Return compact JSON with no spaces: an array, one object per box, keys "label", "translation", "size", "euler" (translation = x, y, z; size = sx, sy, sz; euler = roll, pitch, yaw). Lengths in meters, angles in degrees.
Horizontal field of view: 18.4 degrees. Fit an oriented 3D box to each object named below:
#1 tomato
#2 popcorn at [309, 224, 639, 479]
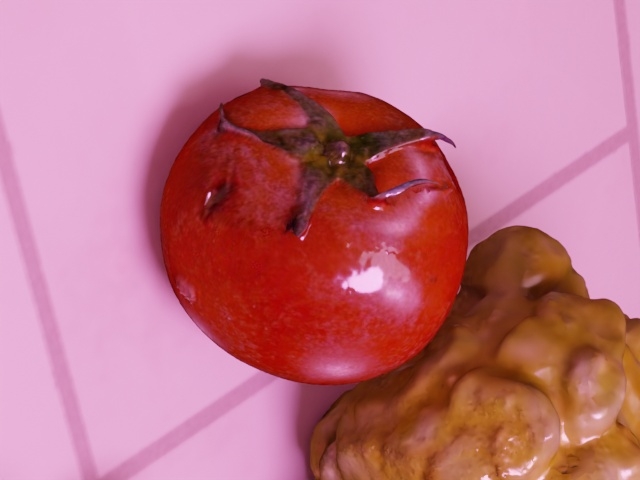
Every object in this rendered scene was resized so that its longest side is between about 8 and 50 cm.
[{"label":"tomato","translation":[0.000,0.000,1.077],"size":[0.167,0.167,0.167],"euler":[-17,114,-42]},{"label":"popcorn","translation":[0.106,0.135,1.169],"size":[0.250,0.235,0.241],"euler":[77,32,-45]}]
